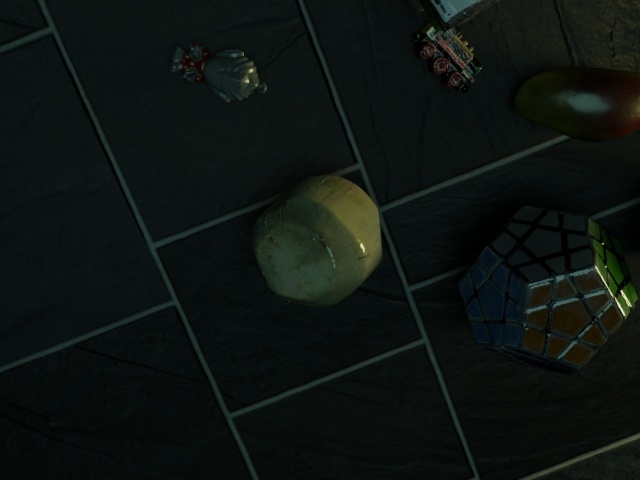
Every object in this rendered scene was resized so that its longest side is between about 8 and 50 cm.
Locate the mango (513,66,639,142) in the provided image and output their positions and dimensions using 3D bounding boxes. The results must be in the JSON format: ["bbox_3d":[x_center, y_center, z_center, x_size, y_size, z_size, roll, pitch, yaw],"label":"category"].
[{"bbox_3d":[0.483,-0.244,1.861,0.268,0.111,0.133,2,118,-2],"label":"mango"}]

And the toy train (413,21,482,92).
[{"bbox_3d":[0.229,-0.330,1.839,0.087,0.050,0.138,-44,106,4],"label":"toy train"}]

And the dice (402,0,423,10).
[{"bbox_3d":[0.187,-0.505,1.708,0.193,0.194,0.191,-30,106,5],"label":"dice"}]

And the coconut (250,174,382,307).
[{"bbox_3d":[-0.002,-0.002,1.832,0.227,0.230,0.227,9,115,21],"label":"coconut"}]

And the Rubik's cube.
[{"bbox_3d":[0.410,0.091,1.869,0.264,0.319,0.318,-7,109,-30],"label":"Rubik's cube"}]

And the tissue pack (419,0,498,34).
[{"bbox_3d":[0.202,-0.462,1.583,0.173,0.073,0.235,-31,108,4],"label":"tissue pack"}]

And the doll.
[{"bbox_3d":[-0.177,-0.293,1.796,0.180,0.079,0.094,18,103,3],"label":"doll"}]
